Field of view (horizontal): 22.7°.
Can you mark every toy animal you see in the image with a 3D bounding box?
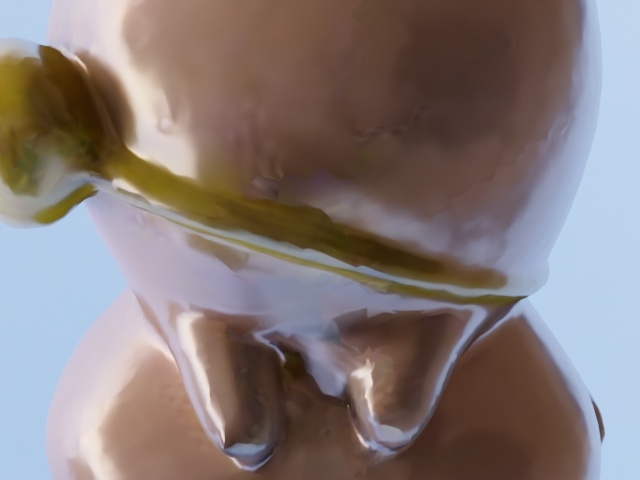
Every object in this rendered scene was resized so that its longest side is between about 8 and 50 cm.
[{"bbox_3d":[-0.003,-0.001,0.414,0.165,0.248,0.149,9,-145,11],"label":"toy animal"}]
